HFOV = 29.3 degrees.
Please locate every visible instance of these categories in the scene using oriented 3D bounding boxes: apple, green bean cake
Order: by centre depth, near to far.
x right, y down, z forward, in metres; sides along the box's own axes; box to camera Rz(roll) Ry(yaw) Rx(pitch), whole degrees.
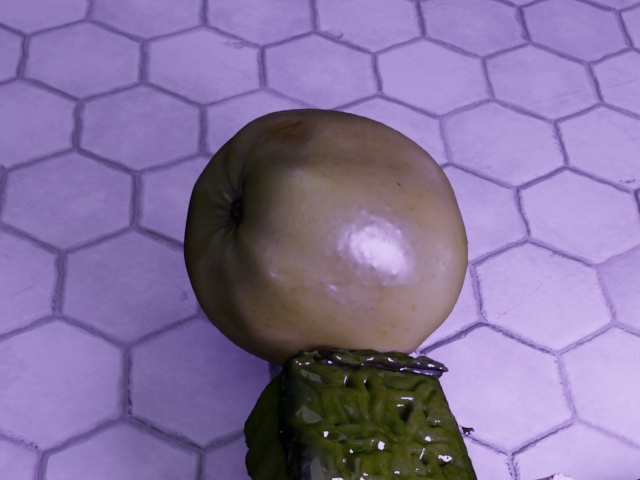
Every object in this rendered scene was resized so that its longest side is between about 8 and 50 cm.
[{"bbox_3d":[0.072,0.343,1.834,0.335,0.218,0.319,4,47,-24],"label":"green bean cake"},{"bbox_3d":[0.000,0.000,1.999,0.474,0.473,0.473,5,45,-5],"label":"apple"}]

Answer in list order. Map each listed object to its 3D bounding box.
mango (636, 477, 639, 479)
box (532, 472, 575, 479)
[{"bbox_3d":[0.500,0.495,1.777,0.301,0.220,0.445,9,43,34],"label":"mango"},{"bbox_3d":[0.308,0.408,1.747,0.151,0.135,0.151,34,42,-38],"label":"box"}]
